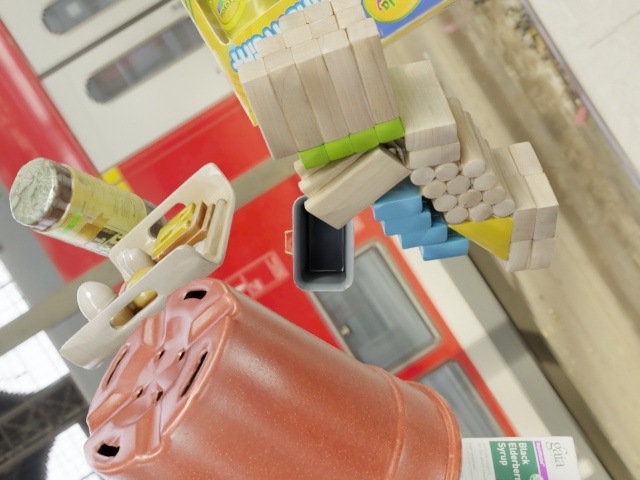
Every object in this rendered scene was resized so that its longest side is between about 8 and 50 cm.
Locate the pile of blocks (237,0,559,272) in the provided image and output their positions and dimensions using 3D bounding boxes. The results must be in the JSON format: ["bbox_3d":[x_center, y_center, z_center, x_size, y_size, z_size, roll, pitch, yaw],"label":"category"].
[{"bbox_3d":[0.066,-0.082,0.912,0.362,0.149,0.112,35,-151,-39],"label":"pile of blocks"}]

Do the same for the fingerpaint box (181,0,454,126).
[{"bbox_3d":[-0.016,-0.406,1.407,0.445,0.163,0.371,-23,99,50],"label":"fingerpaint box"}]

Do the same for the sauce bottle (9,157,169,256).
[{"bbox_3d":[-0.319,-0.027,1.691,0.344,0.111,0.111,24,-155,-48],"label":"sauce bottle"}]

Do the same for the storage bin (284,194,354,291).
[{"bbox_3d":[0.000,0.000,1.536,0.091,0.098,0.135,-60,-30,-84],"label":"storage bin"}]

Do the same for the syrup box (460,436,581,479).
[{"bbox_3d":[0.201,0.306,1.351,0.096,0.237,0.093,98,170,-55],"label":"syrup box"}]

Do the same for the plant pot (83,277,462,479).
[{"bbox_3d":[-0.057,0.187,1.009,0.265,0.272,0.272,38,-174,-26],"label":"plant pot"}]

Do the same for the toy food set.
[{"bbox_3d":[-0.227,0.020,1.421,0.092,0.220,0.306,45,-163,-17],"label":"toy food set"}]
